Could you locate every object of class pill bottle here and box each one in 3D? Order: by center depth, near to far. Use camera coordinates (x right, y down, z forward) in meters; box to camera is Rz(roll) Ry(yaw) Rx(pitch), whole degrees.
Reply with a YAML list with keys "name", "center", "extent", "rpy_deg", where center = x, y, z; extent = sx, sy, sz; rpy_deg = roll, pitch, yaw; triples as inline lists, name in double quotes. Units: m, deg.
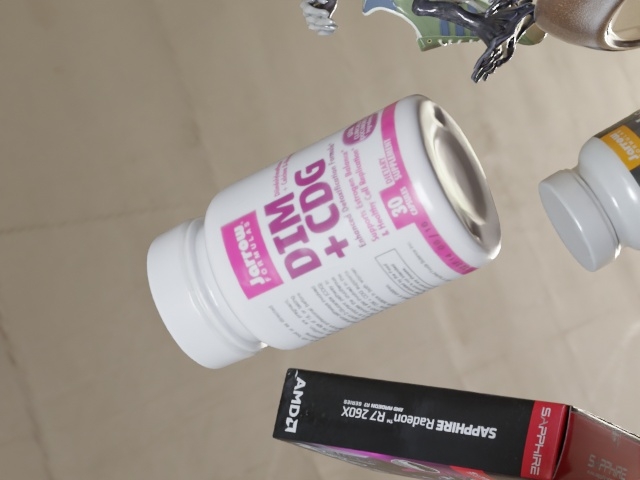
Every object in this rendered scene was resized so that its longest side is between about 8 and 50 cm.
- name: "pill bottle"
  center: [0.000, 0.000, 1.443]
  extent: [0.160, 0.283, 0.160]
  rpy_deg: [49, -154, -34]
- name: "pill bottle"
  center: [0.422, -0.085, 2.041]
  extent: [0.162, 0.278, 0.162]
  rpy_deg: [59, 175, 8]

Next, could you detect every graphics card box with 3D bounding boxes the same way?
- name: "graphics card box"
  center: [0.160, 0.227, 1.870]
  extent: [0.233, 0.371, 0.094]
  rpy_deg: [27, -107, -53]

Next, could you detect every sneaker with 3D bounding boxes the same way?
- name: "sneaker"
  center: [0.130, -0.227, 1.670]
  extent: [0.192, 0.086, 0.064]
  rpy_deg: [26, -163, -9]

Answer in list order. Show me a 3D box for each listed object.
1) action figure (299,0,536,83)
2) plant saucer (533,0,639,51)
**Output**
- name: "action figure"
  center: [0.050, -0.254, 1.372]
  extent: [0.276, 0.164, 0.141]
  rpy_deg: [37, -124, 23]
- name: "plant saucer"
  center: [0.321, -0.241, 1.342]
  extent: [0.311, 0.311, 0.050]
  rpy_deg: [0, -122, -60]
